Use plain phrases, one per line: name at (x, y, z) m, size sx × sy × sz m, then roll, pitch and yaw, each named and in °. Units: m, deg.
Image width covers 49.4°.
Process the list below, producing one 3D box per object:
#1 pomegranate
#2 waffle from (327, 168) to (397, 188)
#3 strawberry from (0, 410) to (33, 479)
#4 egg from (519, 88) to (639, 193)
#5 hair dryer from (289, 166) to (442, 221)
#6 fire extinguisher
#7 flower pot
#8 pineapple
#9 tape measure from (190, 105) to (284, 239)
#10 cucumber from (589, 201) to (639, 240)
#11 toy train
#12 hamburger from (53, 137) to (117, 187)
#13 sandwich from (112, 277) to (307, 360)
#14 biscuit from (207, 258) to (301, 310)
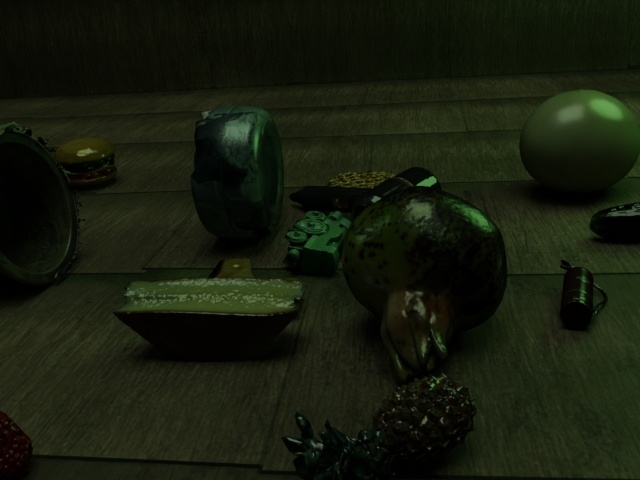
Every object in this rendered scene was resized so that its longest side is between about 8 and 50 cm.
pomegranate at (0.141, 0.066, 0.949) m, size 0.222 × 0.276 × 0.204 m, roll -3°, pitch -18°, yaw 17°
waffle at (0.096, -0.122, 1.574) m, size 0.191 × 0.038 × 0.191 m, roll -3°, pitch 21°, yaw 1°
strawberry at (-0.349, 0.222, 0.745) m, size 0.073 × 0.083 × 0.073 m, roll 5°, pitch 35°, yaw -3°
egg at (0.544, -0.207, 1.464) m, size 0.269 × 0.219 × 0.219 m, roll 4°, pitch 16°, yaw -29°
hair dryer at (0.050, -0.073, 1.415) m, size 0.352 × 0.107 × 0.189 m, roll 4°, pitch 24°, yaw 41°
fire extinguisher at (0.385, 0.079, 1.022) m, size 0.078 × 0.045 × 0.157 m, roll 30°, pitch 29°, yaw 8°
flower pot at (-0.608, -0.040, 1.236) m, size 0.259 × 0.290 × 0.290 m, roll -12°, pitch 19°, yaw 16°
pineapple at (0.071, 0.194, 0.718) m, size 0.221 × 0.103 × 0.083 m, roll -17°, pitch -9°, yaw -27°
tape measure at (-0.158, -0.129, 1.354) m, size 0.147 × 0.256 × 0.275 m, roll -2°, pitch -4°, yaw 10°
cucumber at (0.601, -0.038, 1.229) m, size 0.242 × 0.074 × 0.074 m, roll -3°, pitch 22°, yaw 4°
toy train at (0.000, 0.000, 1.249) m, size 0.105 × 0.071 × 0.178 m, roll 11°, pitch 27°, yaw 15°
hamburger at (-0.602, -0.201, 1.795) m, size 0.162 × 0.115 × 0.162 m, roll -3°, pitch 24°, yaw 1°
sandwich at (-0.148, 0.109, 0.972) m, size 0.258 × 0.096 × 0.094 m, roll 0°, pitch 29°, yaw 6°
biscuit at (-0.107, 0.074, 1.126) m, size 0.184 × 0.038 × 0.174 m, roll 2°, pitch 20°, yaw 14°
